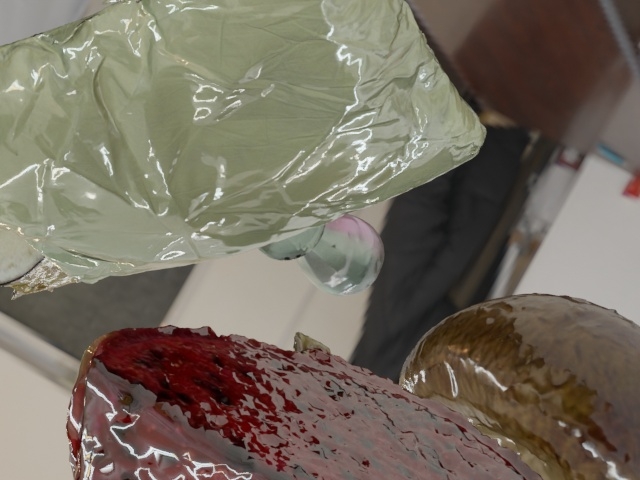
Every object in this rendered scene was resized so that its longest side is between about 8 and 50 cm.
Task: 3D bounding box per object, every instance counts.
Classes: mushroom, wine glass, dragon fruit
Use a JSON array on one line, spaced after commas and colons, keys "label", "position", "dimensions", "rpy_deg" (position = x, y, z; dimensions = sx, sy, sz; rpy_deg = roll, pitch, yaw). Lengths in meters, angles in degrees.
[{"label": "mushroom", "position": [0.164, 0.211, 1.168], "dimensions": [0.356, 0.331, 0.334], "rpy_deg": [-11, -178, -31]}, {"label": "wine glass", "position": [0.000, 0.000, 1.161], "dimensions": [0.073, 0.073, 0.155], "rpy_deg": [29, 178, 20]}, {"label": "dragon fruit", "position": [0.009, 0.168, 0.752], "dimensions": [0.317, 0.152, 0.205], "rpy_deg": [31, -161, 4]}]

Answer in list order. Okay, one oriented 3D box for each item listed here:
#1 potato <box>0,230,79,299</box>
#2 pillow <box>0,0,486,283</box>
[{"label": "potato", "position": [-0.310, -0.091, 1.642], "dimensions": [0.246, 0.300, 0.196], "rpy_deg": [47, -163, 10]}, {"label": "pillow", "position": [-0.069, -0.055, 0.765], "dimensions": [0.281, 0.076, 0.274], "rpy_deg": [-18, 157, 14]}]
